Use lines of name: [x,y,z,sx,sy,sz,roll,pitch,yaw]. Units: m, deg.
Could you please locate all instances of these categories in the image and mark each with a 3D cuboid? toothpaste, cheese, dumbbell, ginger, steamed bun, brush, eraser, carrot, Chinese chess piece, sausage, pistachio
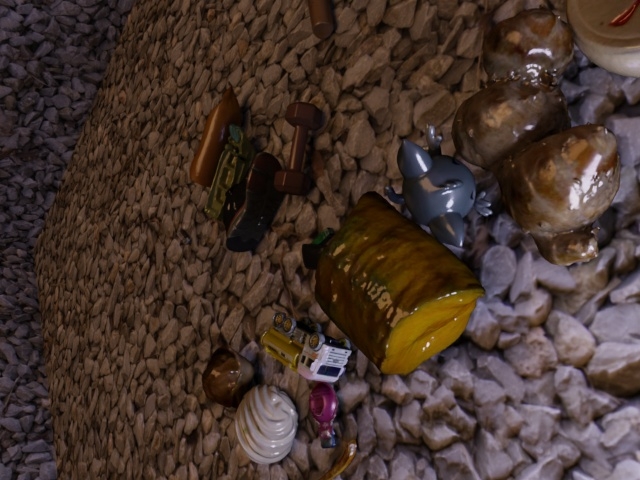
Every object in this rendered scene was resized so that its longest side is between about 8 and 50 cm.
toothpaste: [0.000,0.000,1.336,0.083,0.017,0.020,-43,53,35]
cheese: [0.008,0.373,1.217,0.095,0.038,0.145,-27,62,45]
dumbbell: [-0.056,-0.230,1.409,0.082,0.092,0.231,9,88,22]
ginger: [0.326,-0.141,0.852,0.256,0.176,0.375,129,129,-57]
steamed bun: [-0.137,0.429,1.325,0.183,0.106,0.183,-13,73,48]
brush: [0.024,0.040,1.289,0.193,0.016,0.063,1,105,44]
eraser: [-0.459,-0.013,1.884,0.027,0.019,0.099,-56,43,4]
carrot: [0.118,0.075,1.004,0.341,0.241,0.242,45,115,43]
Chinese chess piece: [0.479,-0.355,0.790,0.249,0.103,0.250,-18,66,45]
sausage: [-0.306,-0.315,1.706,0.112,0.112,0.328,32,105,49]
sausage: [-0.006,-0.672,1.476,0.065,0.065,0.301,-23,62,45]
pistachio: [-0.249,0.361,1.460,0.210,0.130,0.165,-43,57,55]

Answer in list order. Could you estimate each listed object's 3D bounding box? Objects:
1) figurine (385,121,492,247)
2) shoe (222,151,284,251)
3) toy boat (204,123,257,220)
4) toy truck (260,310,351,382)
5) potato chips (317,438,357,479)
figurine: [0.186,-0.101,0.973,0.193,0.140,0.265,67,167,-9]
shoe: [-0.189,-0.112,1.524,0.291,0.114,0.137,-63,36,23]
toy boat: [-0.256,-0.194,1.644,0.111,0.084,0.276,32,108,46]
toy truck: [-0.038,0.240,1.256,0.227,0.098,0.114,19,89,50]
potato chips: [0.017,0.492,1.187,0.204,0.026,0.037,-54,42,27]
